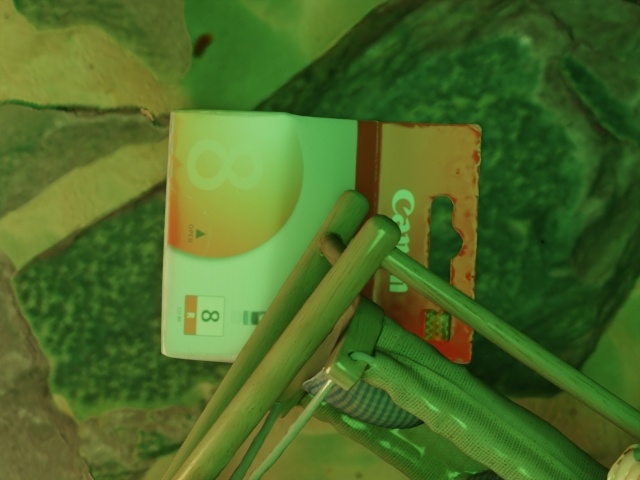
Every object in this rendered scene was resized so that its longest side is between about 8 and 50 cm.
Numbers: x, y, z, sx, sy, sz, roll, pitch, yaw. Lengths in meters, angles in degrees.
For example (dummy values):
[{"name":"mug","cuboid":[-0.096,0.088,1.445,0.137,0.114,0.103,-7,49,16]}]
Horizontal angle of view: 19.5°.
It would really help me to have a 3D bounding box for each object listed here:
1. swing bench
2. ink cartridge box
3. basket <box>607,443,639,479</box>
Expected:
[{"name":"swing bench","cuboid":[0.052,0.150,0.991,0.253,0.165,0.254,34,93,-7]},{"name":"ink cartridge box","cuboid":[0.000,0.000,1.072,0.179,0.045,0.145,3,92,8]},{"name":"basket","cuboid":[0.242,0.298,0.816,0.328,0.266,0.331,17,104,-11]}]
